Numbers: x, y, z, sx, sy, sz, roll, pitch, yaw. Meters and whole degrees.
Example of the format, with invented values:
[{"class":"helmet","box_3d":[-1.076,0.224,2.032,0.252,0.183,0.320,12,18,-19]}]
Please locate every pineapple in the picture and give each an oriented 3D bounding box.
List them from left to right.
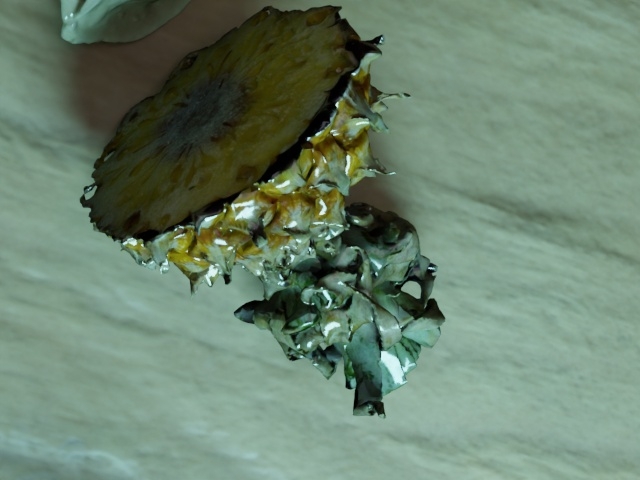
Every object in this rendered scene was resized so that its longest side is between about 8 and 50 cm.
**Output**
[{"class":"pineapple","box_3d":[0.000,0.000,1.089,0.262,0.262,0.272,-51,123,-20]}]

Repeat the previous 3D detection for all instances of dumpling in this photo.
[{"class":"dumpling","box_3d":[-0.127,-0.234,1.101,0.155,0.181,0.111,9,41,-52]}]
